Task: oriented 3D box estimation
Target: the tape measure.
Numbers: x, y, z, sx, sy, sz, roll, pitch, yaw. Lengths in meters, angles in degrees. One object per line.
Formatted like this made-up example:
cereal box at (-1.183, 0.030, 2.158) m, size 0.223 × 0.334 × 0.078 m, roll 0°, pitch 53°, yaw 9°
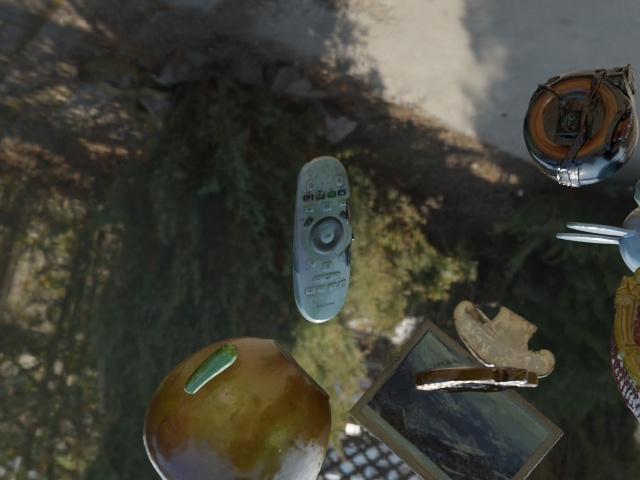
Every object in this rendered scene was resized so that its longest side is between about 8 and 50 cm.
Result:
tape measure at (0.477, -0.212, 1.655) m, size 0.202 × 0.223 × 0.135 m, roll -4°, pitch 155°, yaw 30°

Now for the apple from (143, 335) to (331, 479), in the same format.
apple at (-0.151, 0.367, 1.773) m, size 0.374 × 0.374 × 0.384 m, roll 5°, pitch 158°, yaw 18°

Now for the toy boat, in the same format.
toy boat at (0.399, 0.179, 0.975) m, size 0.141 × 0.318 × 0.099 m, roll 9°, pitch 133°, yaw -43°

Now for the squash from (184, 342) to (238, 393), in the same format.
squash at (-0.139, 0.160, 1.133) m, size 0.089 × 0.027 × 0.027 m, roll -39°, pitch 147°, yaw 12°

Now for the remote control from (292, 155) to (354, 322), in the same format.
remote control at (0.001, 0.000, 1.322) m, size 0.097 × 0.256 × 0.045 m, roll -9°, pitch -156°, yaw -29°

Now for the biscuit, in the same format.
biscuit at (0.259, 0.231, 1.515) m, size 0.236 × 0.039 × 0.180 m, roll 9°, pitch 162°, yaw -43°

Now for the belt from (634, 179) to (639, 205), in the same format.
belt at (0.658, -0.052, 1.507) m, size 0.257 × 0.150 × 0.207 m, roll 37°, pitch -165°, yaw 12°

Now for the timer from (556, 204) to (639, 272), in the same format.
timer at (0.609, -0.022, 1.731) m, size 0.255 × 0.175 × 0.175 m, roll 29°, pitch 167°, yaw 10°

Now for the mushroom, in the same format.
mushroom at (0.461, 0.267, 2.326) m, size 0.285 × 0.156 × 0.151 m, roll 34°, pitch 167°, yaw 13°

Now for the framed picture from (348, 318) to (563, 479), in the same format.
framed picture at (0.256, 0.350, 1.739) m, size 0.335 × 0.247 × 0.022 m, roll 41°, pitch 178°, yaw 16°
